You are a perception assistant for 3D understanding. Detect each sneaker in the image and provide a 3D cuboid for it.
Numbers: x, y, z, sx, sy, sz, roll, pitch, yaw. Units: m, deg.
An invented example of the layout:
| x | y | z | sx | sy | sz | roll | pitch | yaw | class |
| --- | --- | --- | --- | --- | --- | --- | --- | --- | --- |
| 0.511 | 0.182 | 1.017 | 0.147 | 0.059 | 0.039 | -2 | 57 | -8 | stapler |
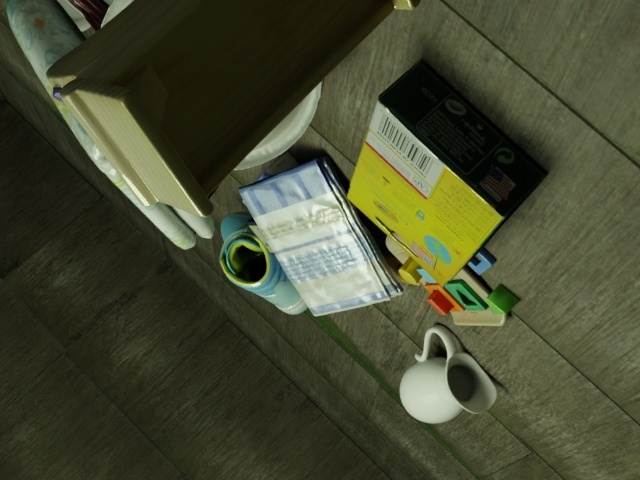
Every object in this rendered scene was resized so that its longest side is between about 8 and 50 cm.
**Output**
| x | y | z | sx | sy | sz | roll | pitch | yaw | class |
| --- | --- | --- | --- | --- | --- | --- | --- | --- | --- |
| -0.152 | 0.009 | 1.870 | 0.319 | 0.127 | 0.208 | 43 | -174 | 40 | sneaker |

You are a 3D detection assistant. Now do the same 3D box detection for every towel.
| x | y | z | sx | sy | sz | roll | pitch | yaw | class |
| --- | --- | --- | --- | --- | --- | --- | --- | --- | --- |
| -0.310 | -0.174 | 1.372 | 0.320 | 0.090 | 0.374 | 51 | 177 | 27 | towel |
| -0.406 | -0.394 | 1.405 | 0.237 | 0.037 | 0.329 | 42 | 179 | -9 | towel |
| 0.000 | 0.000 | 1.555 | 0.209 | 0.034 | 0.285 | -18 | 110 | 39 | towel |

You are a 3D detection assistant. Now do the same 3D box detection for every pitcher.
| x | y | z | sx | sy | sz | roll | pitch | yaw | class |
| --- | --- | --- | --- | --- | --- | --- | --- | --- | --- |
| 0.222 | 0.254 | 1.695 | 0.178 | 0.125 | 0.207 | 66 | 154 | 7 | pitcher |

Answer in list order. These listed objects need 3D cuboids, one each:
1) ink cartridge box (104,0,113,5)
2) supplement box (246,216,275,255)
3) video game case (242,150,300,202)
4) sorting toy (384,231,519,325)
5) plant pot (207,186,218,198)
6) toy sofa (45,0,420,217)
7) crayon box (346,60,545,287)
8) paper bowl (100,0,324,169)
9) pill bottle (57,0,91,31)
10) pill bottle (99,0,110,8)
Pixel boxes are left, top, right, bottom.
| x | y | z | sx | sy | sz | roll | pitch | yaw | class |
| --- | --- | --- | --- | --- | --- | --- | --- | --- | --- |
| -0.275 | -0.424 | 1.228 | 0.219 | 0.160 | 0.092 | 40 | 163 | 17 | ink cartridge box |
| -0.080 | -0.020 | 1.659 | 0.083 | 0.056 | 0.083 | 52 | 163 | -15 | supplement box |
| -0.028 | -0.031 | 1.716 | 0.244 | 0.061 | 0.269 | 46 | 164 | -3 | video game case |
| 0.188 | 0.067 | 1.428 | 0.196 | 0.047 | 0.348 | 49 | 164 | -8 | sorting toy |
| -0.258 | -0.184 | 1.738 | 0.188 | 0.167 | 0.187 | 43 | 163 | 9 | plant pot |
| -0.084 | -0.204 | 0.913 | 0.177 | 0.362 | 0.150 | 18 | 149 | 47 | toy sofa |
| 0.143 | -0.069 | 1.158 | 0.202 | 0.081 | 0.318 | 44 | 163 | 8 | crayon box |
| -0.136 | -0.216 | 1.122 | 0.284 | 0.284 | 0.148 | 56 | -155 | -29 | paper bowl |
| -0.528 | -0.476 | 1.834 | 0.184 | 0.103 | 0.103 | 20 | 149 | 57 | pill bottle |
| -0.393 | -0.451 | 1.589 | 0.086 | 0.086 | 0.152 | 47 | 164 | -2 | pill bottle |
